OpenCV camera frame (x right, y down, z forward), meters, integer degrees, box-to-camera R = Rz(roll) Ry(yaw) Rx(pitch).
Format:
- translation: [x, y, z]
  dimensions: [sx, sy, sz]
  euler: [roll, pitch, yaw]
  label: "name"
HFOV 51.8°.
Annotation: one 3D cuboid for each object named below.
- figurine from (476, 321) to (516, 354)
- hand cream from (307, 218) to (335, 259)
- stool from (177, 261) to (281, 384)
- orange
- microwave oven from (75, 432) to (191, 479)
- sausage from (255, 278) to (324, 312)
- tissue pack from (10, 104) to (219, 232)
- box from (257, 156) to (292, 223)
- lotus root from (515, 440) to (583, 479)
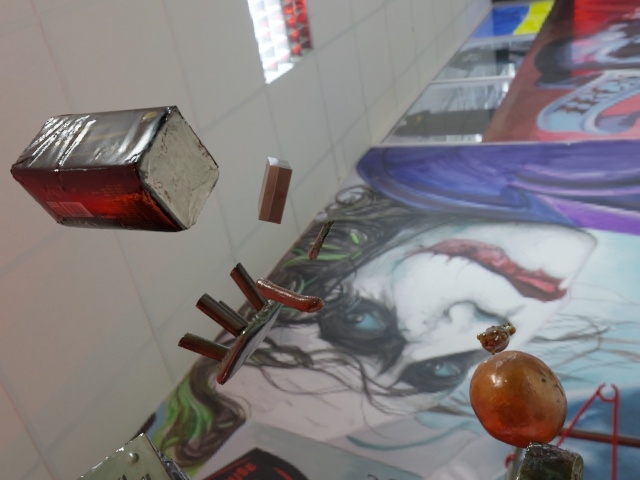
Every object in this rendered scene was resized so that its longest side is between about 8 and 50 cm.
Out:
- translation: [0.463, 0.252, 1.728]
  dimensions: [0.143, 0.101, 0.068]
  euler: [-19, -91, -80]
  label: "figurine"
- translation: [0.000, 0.000, 2.102]
  dimensions: [0.057, 0.037, 0.165]
  euler: [-24, -31, -49]
  label: "hand cream"
- translation: [-0.303, 0.284, 2.265]
  dimensions: [0.310, 0.226, 0.310]
  euler: [-48, -10, -52]
  label: "stool"
- translation: [0.568, 0.452, 1.894]
  dimensions: [0.226, 0.283, 0.284]
  euler: [-55, -2, 38]
  label: "orange"
- translation: [-0.330, 0.558, 1.135]
  dimensions: [0.333, 0.247, 0.394]
  euler: [-35, -33, -19]
  label: "microwave oven"
- translation: [-0.073, 0.127, 1.485]
  dimensions: [0.043, 0.186, 0.043]
  euler: [-27, -55, -47]
  label: "sausage"
- translation: [-0.426, -0.137, 1.364]
  dimensions: [0.210, 0.369, 0.198]
  euler: [56, -136, -48]
  label: "tissue pack"
- translation: [-0.115, -0.128, 1.639]
  dimensions: [0.201, 0.058, 0.141]
  euler: [-109, 32, -75]
  label: "box"
- translation: [0.488, 0.538, 1.406]
  dimensions: [0.138, 0.118, 0.235]
  euler: [60, -139, -38]
  label: "lotus root"
